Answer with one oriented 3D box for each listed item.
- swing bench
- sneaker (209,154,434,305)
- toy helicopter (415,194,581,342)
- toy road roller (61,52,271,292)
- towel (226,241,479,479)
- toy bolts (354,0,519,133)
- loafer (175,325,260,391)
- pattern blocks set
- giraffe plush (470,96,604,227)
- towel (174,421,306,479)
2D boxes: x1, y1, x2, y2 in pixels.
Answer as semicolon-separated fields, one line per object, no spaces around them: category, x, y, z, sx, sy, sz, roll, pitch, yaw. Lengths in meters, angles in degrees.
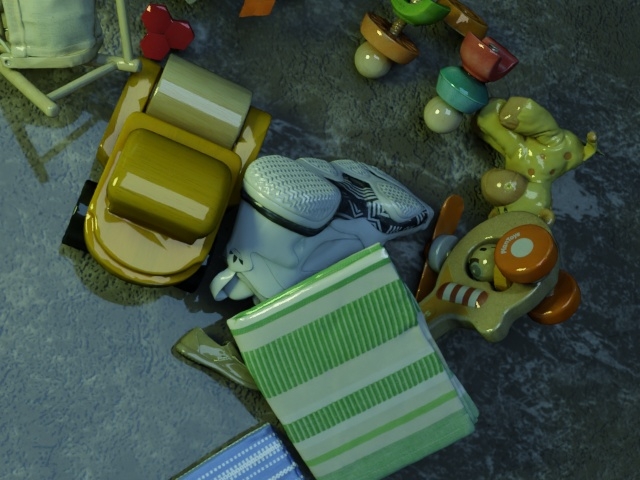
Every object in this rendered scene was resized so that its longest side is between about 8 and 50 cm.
swing bench;-0.380;-0.326;1.166;0.255;0.253;0.165;23;42;26
sneaker;0.000;0.000;1.330;0.366;0.210;0.137;2;34;-49
toy helicopter;0.180;0.080;1.361;0.355;0.235;0.140;-38;132;2
toy road roller;-0.189;-0.098;1.230;0.203;0.240;0.329;23;74;-14
towel;0.049;0.184;1.269;0.248;0.038;0.324;-27;114;5
toy bolts;0.183;-0.274;1.449;0.228;0.158;0.218;48;26;25
loafer;-0.127;0.166;1.303;0.148;0.056;0.050;29;79;-12
pattern blocks set;-0.164;-0.430;1.297;0.325;0.026;0.285;-26;111;10
giraffe plush;0.312;-0.103;1.443;0.210;0.181;0.170;25;85;1
towel;-0.085;0.451;1.284;0.243;0.040;0.336;-30;89;-19
